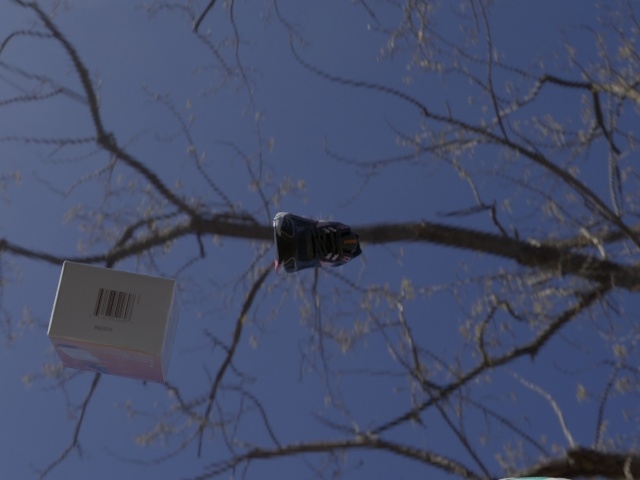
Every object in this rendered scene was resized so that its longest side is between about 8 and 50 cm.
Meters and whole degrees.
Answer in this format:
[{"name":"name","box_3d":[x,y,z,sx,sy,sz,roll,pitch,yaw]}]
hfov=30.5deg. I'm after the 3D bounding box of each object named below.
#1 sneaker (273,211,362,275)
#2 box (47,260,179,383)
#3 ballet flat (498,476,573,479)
[{"name":"sneaker","box_3d":[0.000,0.000,1.321,0.077,0.178,0.072,-3,-86,16]},{"name":"box","box_3d":[-0.237,0.099,1.371,0.130,0.091,0.170,10,-19,-2]},{"name":"ballet flat","box_3d":[0.111,0.294,0.525,0.139,0.400,0.139,-2,-30,-1]}]
